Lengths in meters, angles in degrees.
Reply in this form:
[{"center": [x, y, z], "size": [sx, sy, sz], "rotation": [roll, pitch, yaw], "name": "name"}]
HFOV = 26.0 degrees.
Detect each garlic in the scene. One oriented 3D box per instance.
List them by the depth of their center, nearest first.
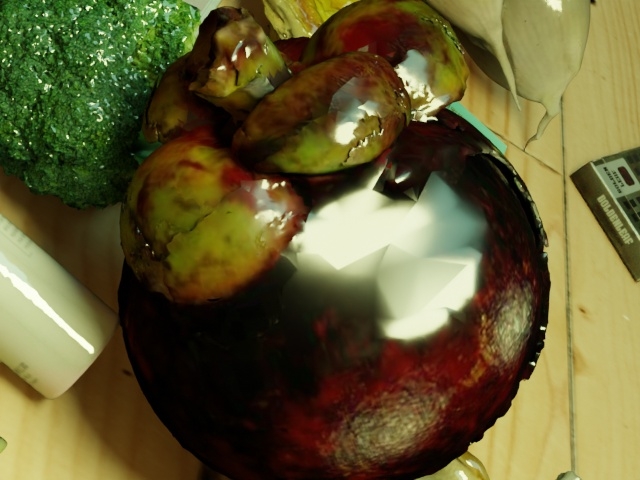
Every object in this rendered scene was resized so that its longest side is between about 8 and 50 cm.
[{"center": [0.210, -0.309, 1.826], "size": [0.231, 0.246, 0.340], "rotation": [-12, 71, -39], "name": "garlic"}]

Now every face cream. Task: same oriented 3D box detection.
[{"center": [-0.330, -0.008, 1.174], "size": [0.345, 0.102, 0.102], "rotation": [41, 40, -11], "name": "face cream"}]

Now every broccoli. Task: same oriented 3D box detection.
[{"center": [-0.215, -0.160, 1.314], "size": [0.245, 0.265, 0.294], "rotation": [36, 44, -62], "name": "broccoli"}]

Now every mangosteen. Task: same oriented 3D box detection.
[{"center": [0.002, 0.005, 1.203], "size": [0.381, 0.381, 0.421], "rotation": [-20, 95, -49], "name": "mangosteen"}]

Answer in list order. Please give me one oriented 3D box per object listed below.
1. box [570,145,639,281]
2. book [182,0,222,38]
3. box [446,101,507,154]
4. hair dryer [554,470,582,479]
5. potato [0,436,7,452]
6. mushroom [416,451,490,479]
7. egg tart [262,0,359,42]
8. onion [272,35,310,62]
[{"center": [0.508, -0.057, 2.051], "size": [0.325, 0.047, 0.180], "rotation": [-17, 73, -48], "name": "box"}, {"center": [-0.208, -0.344, 1.571], "size": [0.242, 0.018, 0.170], "rotation": [38, 64, -16], "name": "book"}, {"center": [0.147, -0.099, 1.744], "size": [0.162, 0.041, 0.229], "rotation": [41, 40, -11], "name": "box"}, {"center": [0.178, 0.379, 1.269], "size": [0.301, 0.121, 0.361], "rotation": [40, 65, -25], "name": "hair dryer"}, {"center": [-0.342, 0.165, 1.072], "size": [0.149, 0.081, 0.120], "rotation": [42, 68, -36], "name": "potato"}, {"center": [0.012, 0.285, 1.246], "size": [0.154, 0.137, 0.407], "rotation": [39, 32, 20], "name": "mushroom"}, {"center": [0.029, -0.244, 1.690], "size": [0.295, 0.116, 0.294], "rotation": [27, 42, -28], "name": "egg tart"}, {"center": [0.004, -0.071, 1.451], "size": [0.272, 0.272, 0.195], "rotation": [43, 72, -9], "name": "onion"}]
